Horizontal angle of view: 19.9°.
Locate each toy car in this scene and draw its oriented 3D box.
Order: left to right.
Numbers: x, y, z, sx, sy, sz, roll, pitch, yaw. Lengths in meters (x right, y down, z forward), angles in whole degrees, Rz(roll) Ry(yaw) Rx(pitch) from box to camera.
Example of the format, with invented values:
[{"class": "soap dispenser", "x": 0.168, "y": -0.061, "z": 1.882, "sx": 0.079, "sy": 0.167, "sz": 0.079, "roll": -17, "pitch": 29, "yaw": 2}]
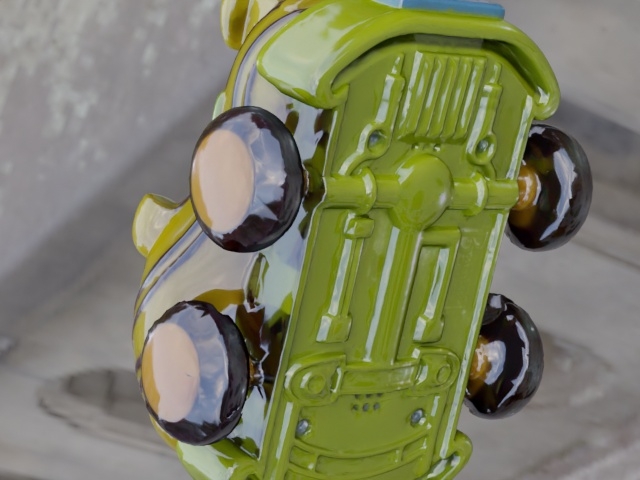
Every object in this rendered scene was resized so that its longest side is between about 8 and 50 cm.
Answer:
[{"class": "toy car", "x": 0.000, "y": 0.000, "z": 0.814, "sx": 0.142, "sy": 0.200, "sz": 0.248, "roll": 30, "pitch": 109, "yaw": 46}]
